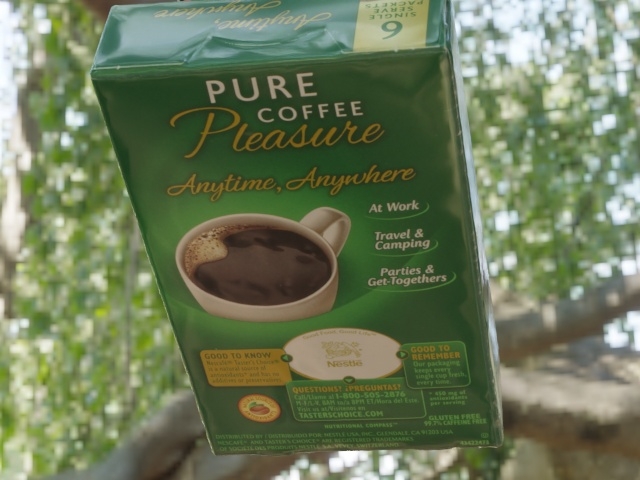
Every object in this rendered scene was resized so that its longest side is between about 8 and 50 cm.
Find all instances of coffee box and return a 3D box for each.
[{"bbox_3d":[0.000,0.000,0.549,0.113,0.040,0.184,-4,-47,12],"label":"coffee box"}]

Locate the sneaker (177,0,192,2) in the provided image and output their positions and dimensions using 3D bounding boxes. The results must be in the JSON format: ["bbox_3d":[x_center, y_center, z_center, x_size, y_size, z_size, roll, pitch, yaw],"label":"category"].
[{"bbox_3d":[-0.056,-0.136,0.838,0.075,0.063,0.170,-43,-54,12],"label":"sneaker"}]
